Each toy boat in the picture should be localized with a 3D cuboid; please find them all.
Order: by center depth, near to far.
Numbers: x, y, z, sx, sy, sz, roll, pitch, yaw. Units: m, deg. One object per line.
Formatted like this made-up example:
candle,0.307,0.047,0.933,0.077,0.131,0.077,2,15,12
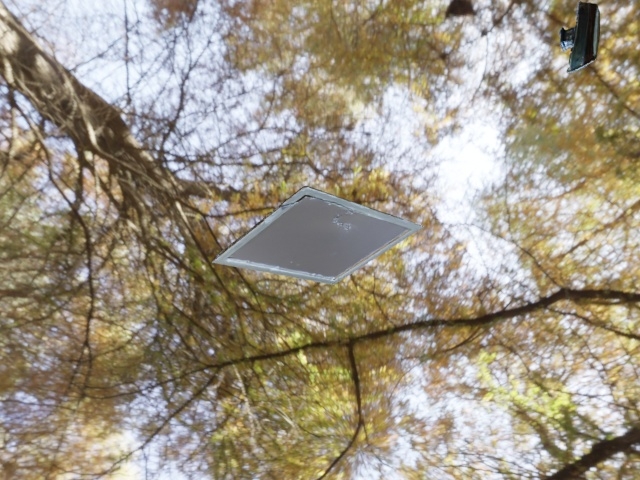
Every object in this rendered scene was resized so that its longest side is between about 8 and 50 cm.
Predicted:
toy boat,0.444,-0.348,1.064,0.061,0.060,0.137,-3,-112,36

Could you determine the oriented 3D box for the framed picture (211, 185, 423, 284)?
framed picture,0.000,0.000,0.966,0.216,0.273,0.016,-35,-123,33
